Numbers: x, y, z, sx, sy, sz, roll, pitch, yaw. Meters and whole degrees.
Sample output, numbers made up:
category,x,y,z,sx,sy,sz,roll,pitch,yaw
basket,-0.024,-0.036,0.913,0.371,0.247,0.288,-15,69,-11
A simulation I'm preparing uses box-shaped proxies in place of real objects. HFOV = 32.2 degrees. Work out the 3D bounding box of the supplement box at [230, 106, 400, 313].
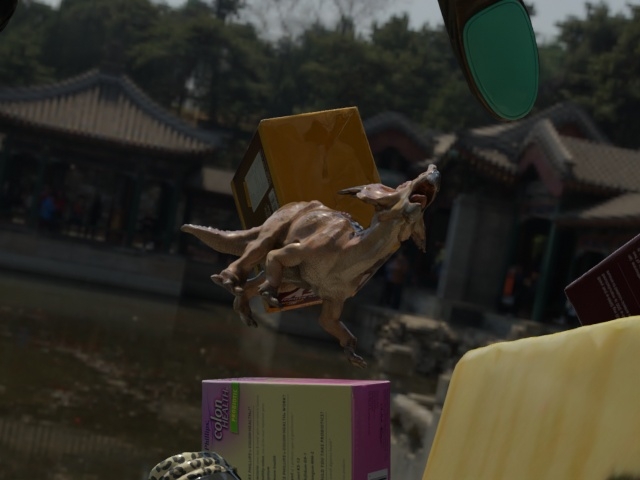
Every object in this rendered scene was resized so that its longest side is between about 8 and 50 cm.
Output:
category,x,y,z,sx,sy,sz,roll,pitch,yaw
supplement box,-0.013,-0.034,1.406,0.129,0.191,0.194,-10,-17,-20

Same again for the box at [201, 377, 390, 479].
category,x,y,z,sx,sy,sz,roll,pitch,yaw
box,-0.034,0.299,1.524,0.243,0.213,0.117,-3,-5,29

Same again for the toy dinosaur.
category,x,y,z,sx,sy,sz,roll,pitch,yaw
toy dinosaur,0.000,0.000,1.164,0.296,0.200,0.127,14,-25,41

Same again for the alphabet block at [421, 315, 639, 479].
category,x,y,z,sx,sy,sz,roll,pitch,yaw
alphabet block,0.135,0.148,0.332,0.192,0.197,0.193,28,-22,-19

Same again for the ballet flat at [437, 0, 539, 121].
category,x,y,z,sx,sy,sz,roll,pitch,yaw
ballet flat,0.176,-0.272,1.256,0.095,0.280,0.096,-22,18,-5

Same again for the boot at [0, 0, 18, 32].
category,x,y,z,sx,sy,sz,roll,pitch,yaw
boot,-0.194,-0.174,0.548,0.207,0.094,0.246,-14,-13,32

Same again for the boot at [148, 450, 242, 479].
category,x,y,z,sx,sy,sz,roll,pitch,yaw
boot,-0.046,0.287,1.093,0.236,0.085,0.178,13,26,-47

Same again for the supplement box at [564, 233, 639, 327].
category,x,y,z,sx,sy,sz,roll,pitch,yaw
supplement box,0.298,0.028,0.764,0.073,0.130,0.239,10,-40,-41
